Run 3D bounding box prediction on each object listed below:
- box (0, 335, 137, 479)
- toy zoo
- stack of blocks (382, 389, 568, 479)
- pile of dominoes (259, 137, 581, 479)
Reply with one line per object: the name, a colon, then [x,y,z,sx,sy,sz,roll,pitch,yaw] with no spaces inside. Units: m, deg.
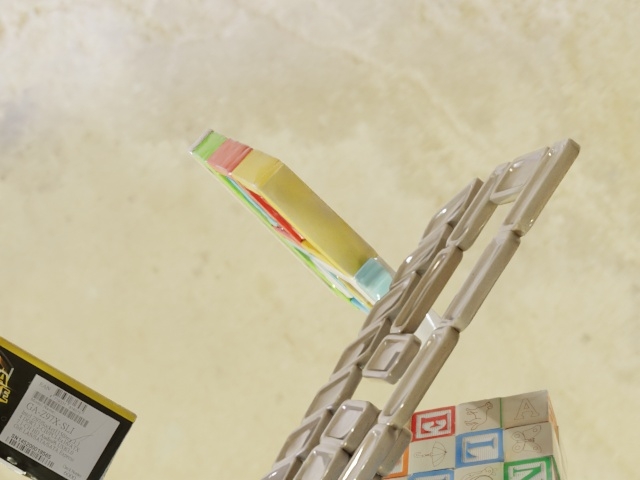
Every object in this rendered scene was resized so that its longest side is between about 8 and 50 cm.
box: [-0.270,0.095,1.263,0.257,0.079,0.322,29,171,-5]
toy zoo: [0.000,0.000,1.358,0.192,0.030,0.293,44,175,-18]
stack of blocks: [0.123,0.267,1.451,0.171,0.297,0.087,-10,124,13]
pile of dominoes: [0.053,0.067,0.940,0.040,0.251,0.196,35,169,-8]
